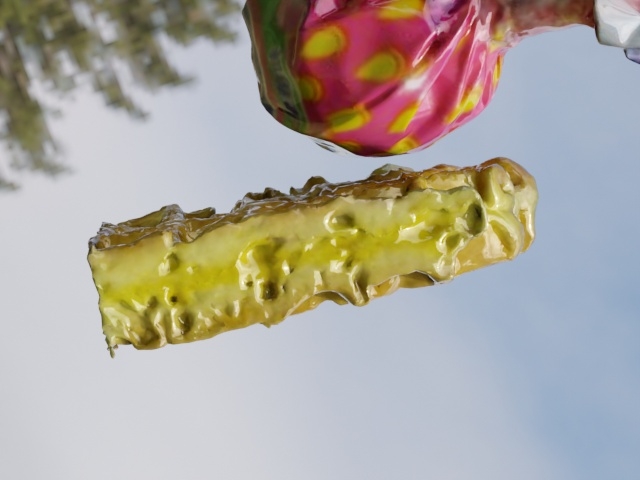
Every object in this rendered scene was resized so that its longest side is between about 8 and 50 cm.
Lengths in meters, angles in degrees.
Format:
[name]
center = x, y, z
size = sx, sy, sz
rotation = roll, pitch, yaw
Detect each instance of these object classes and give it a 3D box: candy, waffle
[candy]
center = 0.134, -0.117, 0.841
size = 0.365, 0.124, 0.124
rotation = -10, -74, 26
[waffle]
center = 0.000, 0.000, 0.890
size = 0.160, 0.211, 0.055
rotation = -138, -144, -83
